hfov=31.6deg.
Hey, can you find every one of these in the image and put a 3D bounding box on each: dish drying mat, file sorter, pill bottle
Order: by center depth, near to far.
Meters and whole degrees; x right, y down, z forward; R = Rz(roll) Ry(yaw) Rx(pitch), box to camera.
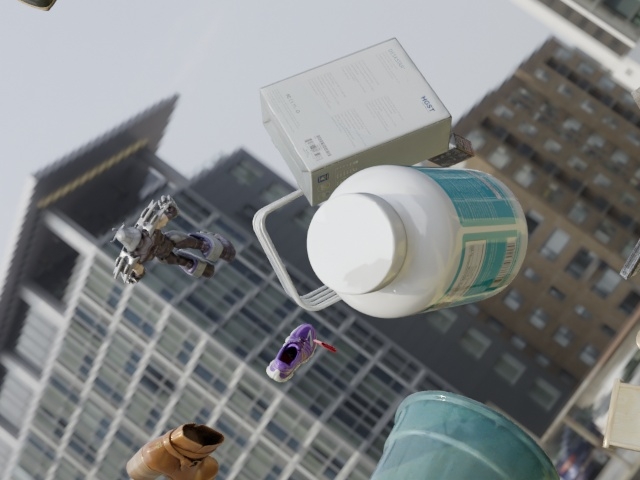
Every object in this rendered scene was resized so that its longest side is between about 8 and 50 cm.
[{"bbox_3d":[0.094,-0.001,1.114,0.146,0.146,0.264,-57,-25,20],"label":"pill bottle"},{"bbox_3d":[0.000,0.000,1.862,0.173,0.193,0.277,-27,4,-4],"label":"file sorter"},{"bbox_3d":[0.008,0.180,1.940,0.008,0.032,0.083,-65,7,-4],"label":"dish drying mat"}]

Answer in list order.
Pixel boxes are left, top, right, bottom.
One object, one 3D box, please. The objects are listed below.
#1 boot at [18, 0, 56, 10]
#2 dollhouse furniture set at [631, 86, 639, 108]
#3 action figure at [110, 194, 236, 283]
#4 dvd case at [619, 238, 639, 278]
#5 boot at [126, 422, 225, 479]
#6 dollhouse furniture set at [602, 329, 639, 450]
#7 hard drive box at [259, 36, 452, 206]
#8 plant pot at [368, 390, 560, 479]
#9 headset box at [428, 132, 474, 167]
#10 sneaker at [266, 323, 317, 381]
[{"bbox_3d":[-0.572,-0.487,2.017,0.077,0.198,0.137,-53,-4,11],"label":"boot"},{"bbox_3d":[0.559,-0.310,1.829,0.129,0.184,0.129,-32,-4,-14],"label":"dollhouse furniture set"},{"bbox_3d":[-0.299,0.011,2.165,0.185,0.099,0.285,-51,-34,14],"label":"action figure"},{"bbox_3d":[0.536,-0.040,1.632,0.221,0.018,0.164,-24,-33,-34],"label":"dvd case"},{"bbox_3d":[-0.209,0.361,1.903,0.152,0.073,0.197,-38,-30,30],"label":"boot"},{"bbox_3d":[0.618,0.318,1.939,0.355,0.173,0.303,32,-111,-60],"label":"dollhouse furniture set"},{"bbox_3d":[0.051,-0.179,1.684,0.232,0.181,0.089,-22,-31,-12],"label":"hard drive box"},{"bbox_3d":[0.200,0.505,2.002,0.334,0.341,0.341,-50,-10,-34],"label":"plant pot"},{"bbox_3d":[0.232,-0.159,2.020,0.062,0.032,0.083,-22,-19,29],"label":"headset box"},{"bbox_3d":[-0.050,0.236,2.433,0.170,0.068,0.071,-54,-5,-47],"label":"sneaker"}]
